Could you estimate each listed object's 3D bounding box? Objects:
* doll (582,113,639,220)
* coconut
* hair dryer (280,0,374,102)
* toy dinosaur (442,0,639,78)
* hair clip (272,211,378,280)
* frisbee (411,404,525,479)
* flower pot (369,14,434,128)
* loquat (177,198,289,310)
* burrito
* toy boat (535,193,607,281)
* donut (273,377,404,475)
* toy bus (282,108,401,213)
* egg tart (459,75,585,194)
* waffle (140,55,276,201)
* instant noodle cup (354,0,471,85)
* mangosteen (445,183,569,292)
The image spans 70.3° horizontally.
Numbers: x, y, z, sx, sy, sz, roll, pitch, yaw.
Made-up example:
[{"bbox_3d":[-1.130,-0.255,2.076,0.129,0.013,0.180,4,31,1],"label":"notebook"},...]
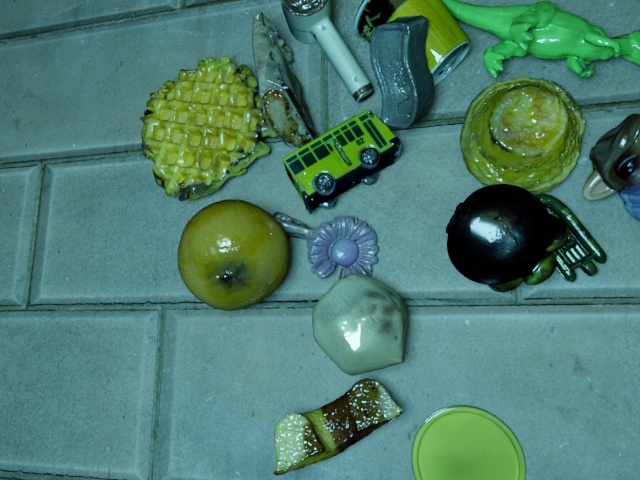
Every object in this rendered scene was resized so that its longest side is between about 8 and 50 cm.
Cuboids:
[{"bbox_3d":[0.719,-0.122,0.900,0.318,0.209,0.339,-46,71,-2],"label":"doll"},{"bbox_3d":[0.097,0.188,0.994,0.223,0.224,0.225,-2,79,13],"label":"coconut"},{"bbox_3d":[0.032,-0.498,1.162,0.128,0.203,0.362,-33,93,5],"label":"hair dryer"},{"bbox_3d":[0.529,-0.545,1.086,0.373,0.144,0.500,-16,58,-12],"label":"toy dinosaur"},{"bbox_3d":[-0.003,-0.002,1.118,0.300,0.069,0.173,23,83,16],"label":"hair clip"},{"bbox_3d":[0.315,0.478,0.980,0.235,0.017,0.236,-2,79,12],"label":"frisbee"},{"bbox_3d":[0.185,-0.374,1.020,0.103,0.108,0.230,6,121,34],"label":"flower pot"},{"bbox_3d":[-0.202,0.036,1.064,0.262,0.263,0.264,-2,79,13],"label":"loquat"},{"bbox_3d":[-0.105,-0.400,1.164,0.107,0.175,0.348,-21,75,26],"label":"burrito"},{"bbox_3d":[0.531,-0.010,1.004,0.104,0.052,0.210,-33,75,8],"label":"toy boat"},{"bbox_3d":[0.032,0.406,1.004,0.294,0.151,0.112,-22,61,-5],"label":"donut"},{"bbox_3d":[0.050,-0.193,1.092,0.261,0.128,0.150,-31,75,-5],"label":"toy bus"},{"bbox_3d":[0.457,-0.248,1.030,0.293,0.123,0.295,-2,81,14],"label":"egg tart"},{"bbox_3d":[-0.320,-0.309,1.240,0.381,0.095,0.380,-30,74,9],"label":"waffle"},{"bbox_3d":[0.232,-0.504,1.102,0.215,0.215,0.236,-40,83,3],"label":"instant noodle cup"},{"bbox_3d":[0.383,-0.003,0.957,0.242,0.243,0.243,-2,79,13],"label":"mangosteen"}]
